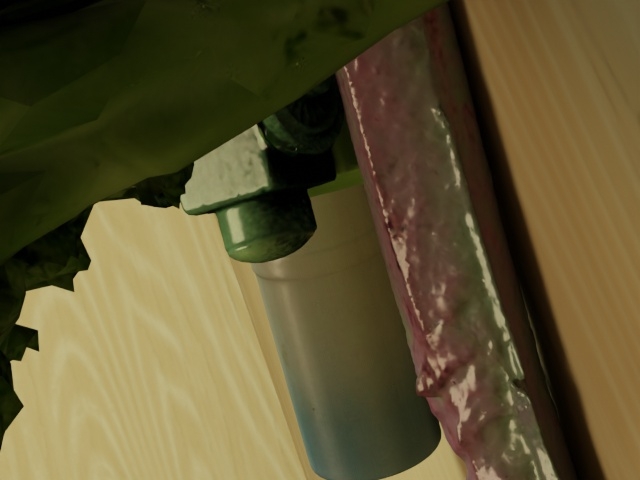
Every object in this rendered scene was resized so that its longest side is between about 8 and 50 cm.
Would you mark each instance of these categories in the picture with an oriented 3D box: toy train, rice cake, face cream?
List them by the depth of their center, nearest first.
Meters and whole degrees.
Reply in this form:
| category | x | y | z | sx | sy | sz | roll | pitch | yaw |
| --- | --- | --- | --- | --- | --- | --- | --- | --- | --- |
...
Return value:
| category | x | y | z | sx | sy | sz | roll | pitch | yaw |
| --- | --- | --- | --- | --- | --- | --- | --- | --- | --- |
| rice cake | 0.045 | 0.001 | 0.647 | 0.081 | 0.051 | 0.290 | -124 | 17 | -78 |
| toy train | -0.031 | -0.118 | 0.727 | 0.157 | 0.105 | 0.253 | -11 | -96 | -56 |
| face cream | 0.000 | 0.000 | 0.932 | 0.077 | 0.077 | 0.250 | -125 | 20 | -71 |

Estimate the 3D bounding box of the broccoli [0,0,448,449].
| category | x | y | z | sx | sy | sz | roll | pitch | yaw |
| --- | --- | --- | --- | --- | --- | --- | --- | --- | --- |
| broccoli | -0.110 | -0.150 | 0.421 | 0.321 | 0.310 | 0.413 | 49 | -142 | -34 |
